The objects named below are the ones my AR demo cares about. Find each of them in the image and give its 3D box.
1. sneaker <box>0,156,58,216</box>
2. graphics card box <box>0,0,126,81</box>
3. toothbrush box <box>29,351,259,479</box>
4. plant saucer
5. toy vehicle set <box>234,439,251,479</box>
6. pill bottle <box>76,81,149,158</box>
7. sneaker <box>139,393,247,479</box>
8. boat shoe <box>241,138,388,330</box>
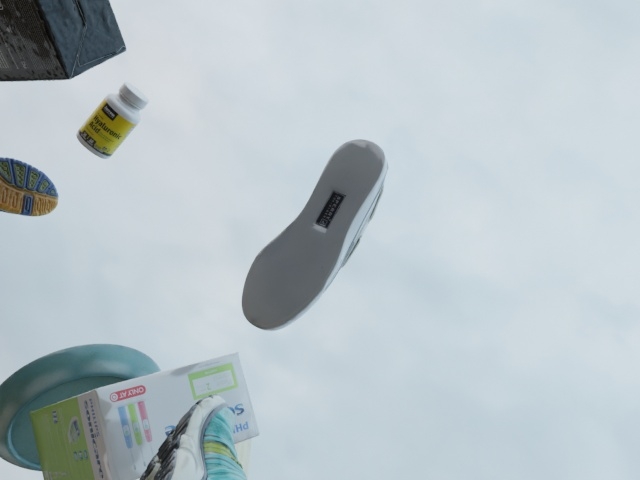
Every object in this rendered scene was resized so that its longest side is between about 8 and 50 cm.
[{"bbox_3d":[-0.694,-0.111,1.503,0.296,0.112,0.131,14,-18,-30],"label":"sneaker"},{"bbox_3d":[-0.399,-0.294,0.799,0.370,0.094,0.233,7,-55,35],"label":"graphics card box"},{"bbox_3d":[-0.251,0.253,1.013,0.283,0.206,0.122,-24,-102,51],"label":"toothbrush box"},{"bbox_3d":[-0.428,0.312,1.307,0.044,0.317,0.318,-125,-152,-43],"label":"plant saucer"},{"bbox_3d":[-0.186,0.387,1.161,0.035,0.166,0.267,50,3,-9],"label":"toy vehicle set"},{"bbox_3d":[-0.326,-0.191,1.161,0.065,0.065,0.116,43,-80,3],"label":"pill bottle"},{"bbox_3d":[-0.108,0.233,0.679,0.110,0.275,0.107,36,-83,-8],"label":"sneaker"},{"bbox_3d":[0.000,0.000,0.914,0.096,0.268,0.088,24,-14,21],"label":"boat shoe"}]
